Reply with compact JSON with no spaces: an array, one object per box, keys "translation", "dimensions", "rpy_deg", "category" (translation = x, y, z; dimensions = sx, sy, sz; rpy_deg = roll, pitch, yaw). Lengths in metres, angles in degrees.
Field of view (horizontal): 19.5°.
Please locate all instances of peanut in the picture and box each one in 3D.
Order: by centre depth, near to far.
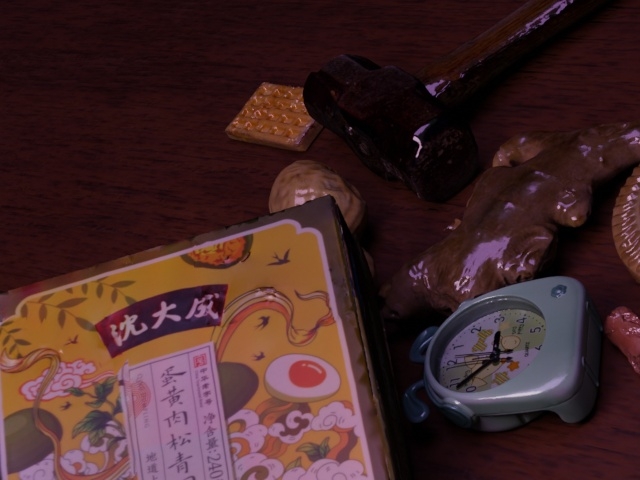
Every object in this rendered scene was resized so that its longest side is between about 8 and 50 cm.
[{"translation":[0.000,0.000,1.946],"dimensions":[0.103,0.098,0.229],"rpy_deg":[-47,32,29],"category":"peanut"}]

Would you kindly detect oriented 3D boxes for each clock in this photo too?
[{"translation":[0.166,0.112,1.726],"dimensions":[0.189,0.060,0.148],"rpy_deg":[-12,42,27],"category":"clock"}]

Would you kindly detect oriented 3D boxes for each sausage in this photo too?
[{"translation":[0.297,0.112,1.652],"dimensions":[0.036,0.042,0.158],"rpy_deg":[0,34,-19],"category":"sausage"}]

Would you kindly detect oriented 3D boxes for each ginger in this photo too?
[{"translation":[0.193,-0.028,1.845],"dimensions":[0.333,0.080,0.166],"rpy_deg":[-45,45,-10],"category":"ginger"}]

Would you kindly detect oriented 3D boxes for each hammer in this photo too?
[{"translation":[0.196,-0.219,2.053],"dimensions":[0.409,0.095,0.242],"rpy_deg":[-36,37,-8],"category":"hammer"}]

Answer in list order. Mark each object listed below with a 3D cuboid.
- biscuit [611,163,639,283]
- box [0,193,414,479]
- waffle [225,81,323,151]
[{"translation":[0.396,-0.028,1.698],"dimensions":[0.259,0.079,0.259],"rpy_deg":[-21,37,17],"category":"biscuit"},{"translation":[-0.113,0.192,1.692],"dimensions":[0.373,0.138,0.420],"rpy_deg":[-17,49,8],"category":"box"},{"translation":[-0.045,-0.148,2.202],"dimensions":[0.135,0.021,0.092],"rpy_deg":[12,56,44],"category":"waffle"}]
